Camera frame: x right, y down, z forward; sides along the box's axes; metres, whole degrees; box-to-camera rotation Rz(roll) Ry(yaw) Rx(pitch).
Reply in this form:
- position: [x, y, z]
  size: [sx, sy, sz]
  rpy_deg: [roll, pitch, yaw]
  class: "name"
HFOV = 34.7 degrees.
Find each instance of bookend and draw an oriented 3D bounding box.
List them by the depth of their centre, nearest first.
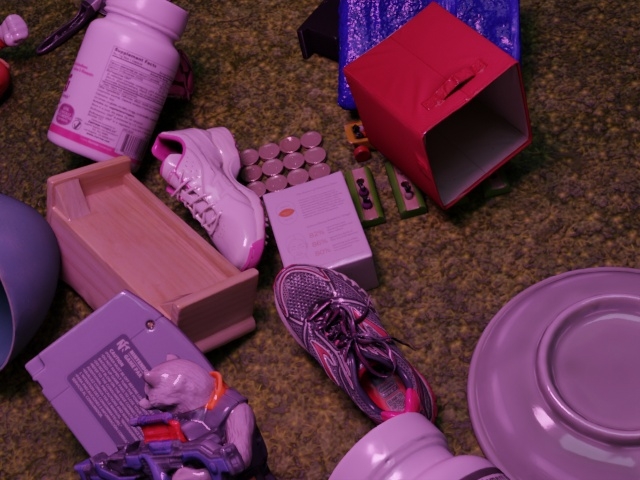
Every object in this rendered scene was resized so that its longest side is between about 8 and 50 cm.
- position: [0.069, -0.375, 1.823]
  size: [0.157, 0.072, 0.156]
  rpy_deg: [26, 64, 25]
  class: "bookend"

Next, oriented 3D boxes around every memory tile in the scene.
- position: [-0.061, -0.125, 1.706]
  size: [0.148, 0.012, 0.113]
  rpy_deg: [-16, 53, 0]
  class: "memory tile"

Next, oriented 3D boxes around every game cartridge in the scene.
- position: [-0.226, 0.224, 1.367]
  size: [0.198, 0.062, 0.297]
  rpy_deg: [-37, 87, -8]
  class: "game cartridge"

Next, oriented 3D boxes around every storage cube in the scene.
- position: [0.177, -0.200, 1.534]
  size: [0.184, 0.215, 0.193]
  rpy_deg: [-38, 55, -8]
  class: "storage cube"

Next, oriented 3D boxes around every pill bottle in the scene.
- position: [0.178, 0.381, 1.173]
  size: [0.210, 0.210, 0.363]
  rpy_deg: [-37, 56, -15]
  class: "pill bottle"
- position: [-0.329, -0.269, 1.700]
  size: [0.160, 0.160, 0.283]
  rpy_deg: [23, 92, 25]
  class: "pill bottle"

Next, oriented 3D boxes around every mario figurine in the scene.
- position: [-0.669, -0.380, 1.906]
  size: [0.198, 0.170, 0.320]
  rpy_deg: [-53, 46, 15]
  class: "mario figurine"

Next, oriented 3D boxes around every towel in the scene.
- position: [0.180, -0.329, 1.712]
  size: [0.308, 0.076, 0.227]
  rpy_deg: [-1, 76, 5]
  class: "towel"

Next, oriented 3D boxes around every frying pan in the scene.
- position: [-0.431, -0.494, 2.027]
  size: [0.326, 0.053, 0.197]
  rpy_deg: [-21, 53, -8]
  class: "frying pan"

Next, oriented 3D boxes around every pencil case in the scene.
- position: [-0.333, -0.279, 1.827]
  size: [0.209, 0.095, 0.098]
  rpy_deg: [-10, 79, 6]
  class: "pencil case"

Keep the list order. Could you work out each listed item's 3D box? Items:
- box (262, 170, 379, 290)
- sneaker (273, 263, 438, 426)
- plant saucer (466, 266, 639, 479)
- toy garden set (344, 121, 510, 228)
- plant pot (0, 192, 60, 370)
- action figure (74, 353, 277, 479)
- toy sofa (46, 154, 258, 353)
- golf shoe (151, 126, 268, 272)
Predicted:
- position: [0.000, 0.000, 1.555]
  size: [0.130, 0.091, 0.170]
  rpy_deg: [-17, 54, -1]
  class: "box"
- position: [0.047, 0.138, 1.391]
  size: [0.121, 0.112, 0.299]
  rpy_deg: [-44, 69, -2]
  class: "sneaker"
- position: [0.392, 0.181, 1.344]
  size: [0.401, 0.100, 0.400]
  rpy_deg: [-5, 53, 7]
  class: "plant saucer"
- position: [0.157, -0.138, 1.649]
  size: [0.244, 0.049, 0.203]
  rpy_deg: [-14, 53, 1]
  class: "toy garden set"
- position: [-0.508, 0.039, 1.542]
  size: [0.290, 0.290, 0.195]
  rpy_deg: [17, 30, 21]
  class: "plant pot"
- position: [-0.138, 0.286, 1.253]
  size: [0.341, 0.330, 0.178]
  rpy_deg: [-6, 23, 46]
  class: "action figure"
- position: [-0.265, 0.041, 1.563]
  size: [0.150, 0.177, 0.362]
  rpy_deg: [-24, 49, -37]
  class: "toy sofa"
- position: [-0.178, -0.065, 1.600]
  size: [0.140, 0.115, 0.306]
  rpy_deg: [6, 39, -31]
  class: "golf shoe"
